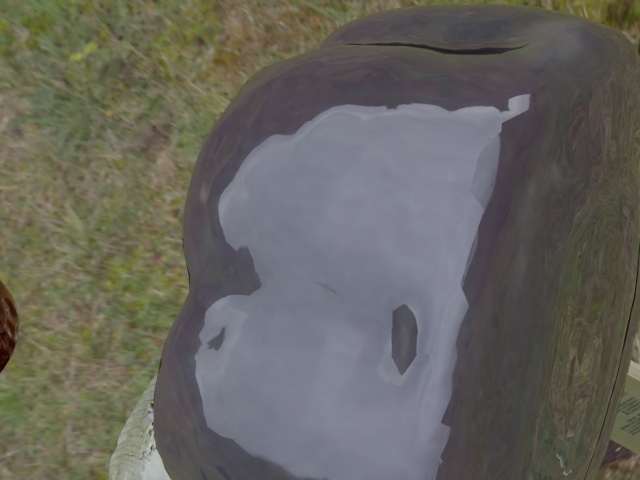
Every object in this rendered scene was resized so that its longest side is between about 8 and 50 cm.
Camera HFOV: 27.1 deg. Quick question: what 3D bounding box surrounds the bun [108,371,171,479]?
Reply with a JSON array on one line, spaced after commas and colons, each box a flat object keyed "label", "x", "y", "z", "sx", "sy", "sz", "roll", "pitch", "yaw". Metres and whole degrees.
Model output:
[{"label": "bun", "x": -0.176, "y": 0.272, "z": 1.838, "sx": 0.168, "sy": 0.273, "sz": 0.273, "roll": 37, "pitch": 93, "yaw": -19}]

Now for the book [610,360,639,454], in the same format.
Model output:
[{"label": "book", "x": 0.425, "y": 0.227, "z": 1.807, "sx": 0.231, "sy": 0.161, "sz": 0.026, "roll": 29, "pitch": 54, "yaw": -11}]

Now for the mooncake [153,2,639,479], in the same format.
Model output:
[{"label": "mooncake", "x": 0.044, "y": 0.028, "z": 0.500, "sx": 0.133, "sy": 0.245, "sz": 0.245, "roll": 12, "pitch": 85, "yaw": 32}]

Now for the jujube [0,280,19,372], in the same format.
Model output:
[{"label": "jujube", "x": -0.460, "y": 0.110, "z": 1.510, "sx": 0.183, "sy": 0.243, "sz": 0.183, "roll": 4, "pitch": 103, "yaw": 19}]
